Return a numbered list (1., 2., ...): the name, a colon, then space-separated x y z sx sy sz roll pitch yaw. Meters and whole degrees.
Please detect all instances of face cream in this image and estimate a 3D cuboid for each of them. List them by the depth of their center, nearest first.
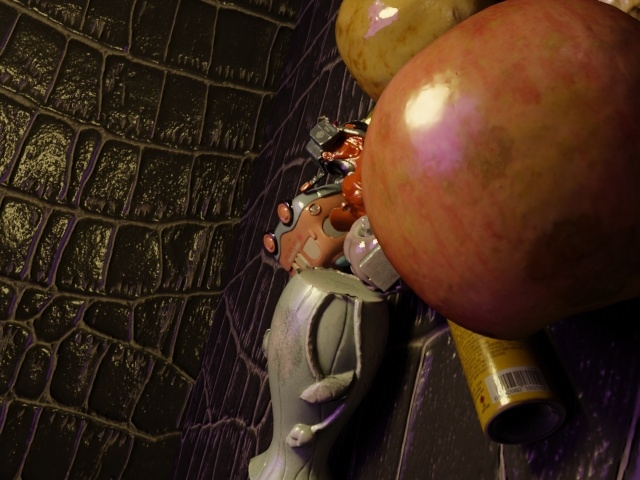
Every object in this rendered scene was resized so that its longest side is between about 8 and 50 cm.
1. face cream: 0.235 0.111 0.828 0.105 0.105 0.348 -59 24 34

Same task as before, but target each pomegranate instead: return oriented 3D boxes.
1. pomegranate: 0.205 -0.392 1.064 0.342 0.343 0.342 -53 27 43

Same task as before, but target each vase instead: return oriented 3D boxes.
1. vase: -0.010 0.289 1.138 0.250 0.250 0.445 -144 67 -70

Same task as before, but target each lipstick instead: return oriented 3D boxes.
1. lipstick: 0.197 -0.049 0.942 0.317 0.066 0.068 -45 4 10

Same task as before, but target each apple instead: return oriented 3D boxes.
1. apple: 0.232 -0.068 0.631 0.364 0.364 0.363 -53 27 43

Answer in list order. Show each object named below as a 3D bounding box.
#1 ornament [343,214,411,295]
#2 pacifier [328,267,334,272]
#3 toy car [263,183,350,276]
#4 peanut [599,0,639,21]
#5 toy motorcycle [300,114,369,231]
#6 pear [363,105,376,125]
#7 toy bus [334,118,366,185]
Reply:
1. ornament: 0.130 0.009 1.081 0.177 0.178 0.177 -53 27 43
2. pacifier: 0.069 0.089 1.291 0.127 0.117 0.150 63 -142 -81
3. toy car: 0.000 0.000 1.435 0.212 0.181 0.270 54 141 20
4. peanut: 0.416 -0.366 0.744 0.233 0.110 0.196 154 126 -64
5. toy motorcycle: 0.078 -0.135 1.246 0.221 0.147 0.325 -38 55 -5
6. pear: 0.149 -0.256 1.379 0.141 0.104 0.141 -54 0 0
7. toy bus: 0.095 -0.204 1.524 0.081 0.074 0.226 -20 55 65
